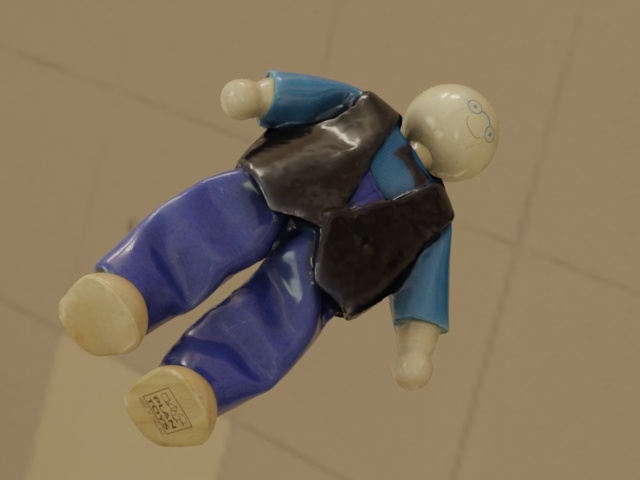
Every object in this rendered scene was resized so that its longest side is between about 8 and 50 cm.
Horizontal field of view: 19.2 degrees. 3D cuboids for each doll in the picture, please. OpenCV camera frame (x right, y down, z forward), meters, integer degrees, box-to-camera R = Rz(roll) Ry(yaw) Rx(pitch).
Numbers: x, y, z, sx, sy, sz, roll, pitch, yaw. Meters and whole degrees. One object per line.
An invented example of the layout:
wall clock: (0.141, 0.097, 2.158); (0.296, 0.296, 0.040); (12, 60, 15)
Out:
doll: (0.000, 0.000, 0.667); (0.129, 0.189, 0.046); (54, 143, -3)
